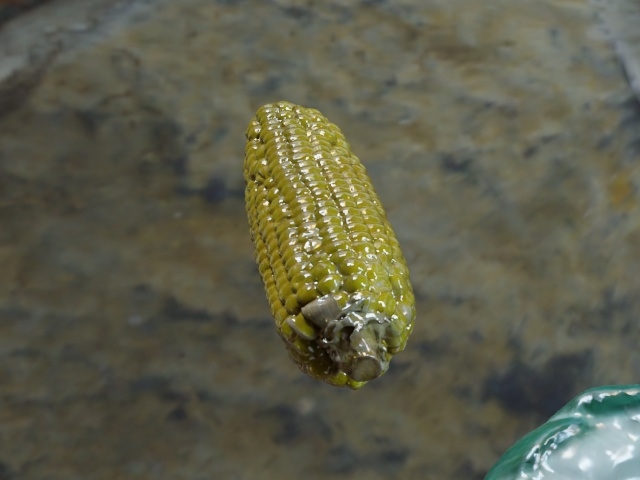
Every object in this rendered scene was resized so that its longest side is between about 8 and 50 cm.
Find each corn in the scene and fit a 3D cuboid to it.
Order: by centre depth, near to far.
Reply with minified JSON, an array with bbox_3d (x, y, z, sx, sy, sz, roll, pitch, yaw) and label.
[{"bbox_3d":[0.000,0.000,1.229,0.097,0.262,0.097,-8,129,-10],"label":"corn"}]

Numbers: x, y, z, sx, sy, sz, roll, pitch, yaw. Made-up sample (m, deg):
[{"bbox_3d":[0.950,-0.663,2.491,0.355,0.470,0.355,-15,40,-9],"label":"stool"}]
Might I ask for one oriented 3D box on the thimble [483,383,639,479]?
[{"bbox_3d":[0.188,0.211,0.918,0.254,0.288,0.167,3,130,16],"label":"thimble"}]
